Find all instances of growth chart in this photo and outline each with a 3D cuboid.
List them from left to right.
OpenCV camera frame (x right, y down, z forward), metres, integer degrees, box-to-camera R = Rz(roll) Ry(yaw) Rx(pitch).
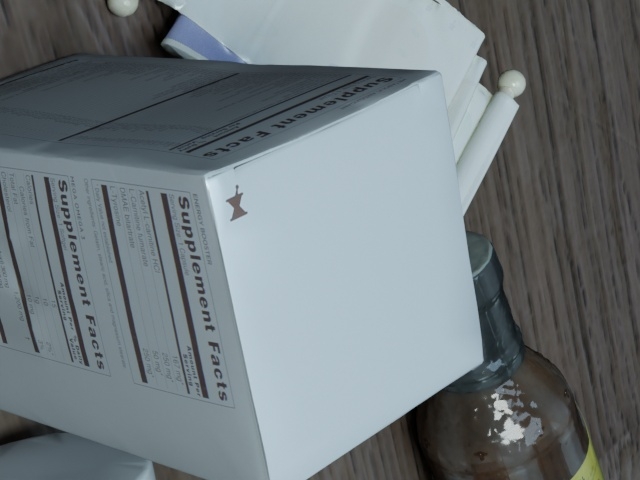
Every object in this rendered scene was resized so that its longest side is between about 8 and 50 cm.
[{"bbox_3d":[0.002,-0.098,0.802,0.237,0.021,0.172,42,67,-9],"label":"growth chart"}]

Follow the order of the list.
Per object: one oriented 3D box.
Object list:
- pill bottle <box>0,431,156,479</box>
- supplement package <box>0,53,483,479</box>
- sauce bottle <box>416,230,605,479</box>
[{"bbox_3d":[-0.117,0.217,0.727,0.131,0.131,0.229,-22,113,-41],"label":"pill bottle"},{"bbox_3d":[-0.070,0.002,0.657,0.139,0.244,0.134,-27,115,-39],"label":"supplement package"},{"bbox_3d":[0.130,0.150,0.983,0.111,0.111,0.344,-42,126,-33],"label":"sauce bottle"}]
